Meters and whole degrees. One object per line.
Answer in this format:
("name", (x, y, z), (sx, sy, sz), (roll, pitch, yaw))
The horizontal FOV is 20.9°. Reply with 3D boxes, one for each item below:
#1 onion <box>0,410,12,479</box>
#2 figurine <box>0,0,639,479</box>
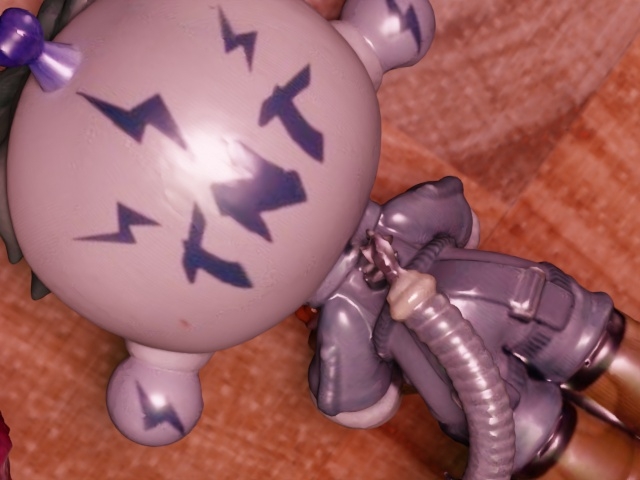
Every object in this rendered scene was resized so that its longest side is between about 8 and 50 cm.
("onion", (-0.307, 0.169, 0.733), (0.398, 0.420, 0.398), (-5, 105, -20))
("figurine", (0.001, -0.003, 0.866), (0.382, 0.186, 0.261), (33, 71, -13))
